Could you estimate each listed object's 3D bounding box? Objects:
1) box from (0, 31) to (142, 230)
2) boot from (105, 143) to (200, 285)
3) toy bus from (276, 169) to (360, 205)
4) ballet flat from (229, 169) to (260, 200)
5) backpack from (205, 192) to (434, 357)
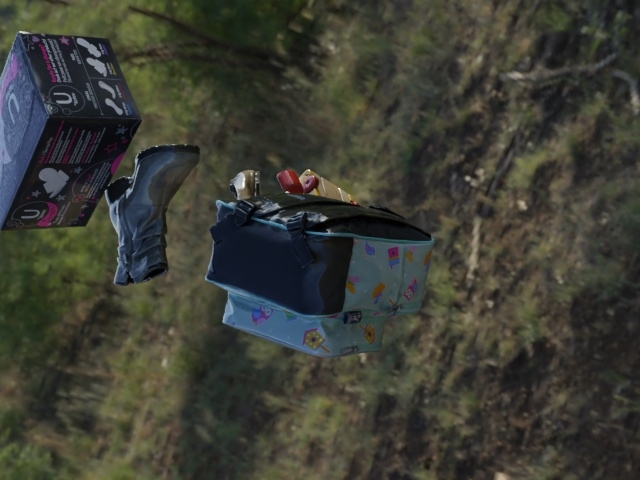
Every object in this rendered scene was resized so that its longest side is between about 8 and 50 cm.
[{"bbox_3d":[-0.381,-0.151,1.509,0.247,0.142,0.163,-51,54,41],"label":"box"},{"bbox_3d":[-0.230,-0.030,1.512,0.246,0.083,0.161,-31,64,52],"label":"boot"},{"bbox_3d":[0.002,-0.005,1.547,0.104,0.191,0.202,-46,-13,23],"label":"toy bus"},{"bbox_3d":[-0.138,-0.058,1.876,0.250,0.058,0.084,-91,2,-61],"label":"ballet flat"},{"bbox_3d":[0.008,0.030,0.979,0.166,0.188,0.144,12,103,40],"label":"backpack"}]
